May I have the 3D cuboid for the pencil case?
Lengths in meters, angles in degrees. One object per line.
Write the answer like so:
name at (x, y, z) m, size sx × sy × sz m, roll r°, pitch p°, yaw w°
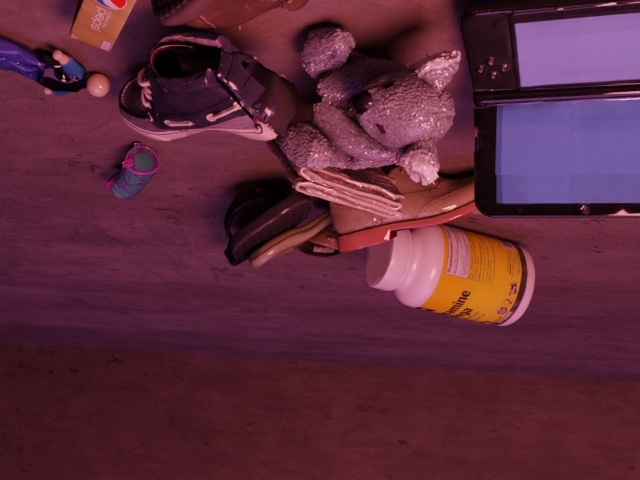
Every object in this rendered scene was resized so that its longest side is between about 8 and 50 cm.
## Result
pencil case at (-0.362, -0.130, 1.420) m, size 0.070 × 0.065 × 0.151 m, roll -1°, pitch 164°, yaw -29°

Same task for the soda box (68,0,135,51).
soda box at (-0.265, -0.314, 0.928) m, size 0.058 × 0.061 × 0.181 m, roll 17°, pitch 156°, yaw -26°

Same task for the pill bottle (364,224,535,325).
pill bottle at (0.273, 0.065, 1.583) m, size 0.333 × 0.188 × 0.188 m, roll 13°, pitch 157°, yaw -18°

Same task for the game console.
game console at (0.327, -0.158, 0.903) m, size 0.293 × 0.173 × 0.250 m, roll 0°, pitch 155°, yaw 19°

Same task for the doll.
doll at (-0.415, -0.262, 1.124) m, size 0.189 × 0.046 × 0.129 m, roll 18°, pitch 157°, yaw -27°

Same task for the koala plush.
koala plush at (0.094, -0.171, 0.968) m, size 0.203 × 0.196 × 0.221 m, roll 11°, pitch -178°, yaw -32°

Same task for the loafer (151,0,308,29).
loafer at (-0.045, -0.322, 0.796) m, size 0.130 × 0.134 × 0.366 m, roll 0°, pitch 178°, yaw -42°

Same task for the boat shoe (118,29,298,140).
boat shoe at (-0.201, -0.221, 1.012) m, size 0.340 × 0.127 × 0.158 m, roll 6°, pitch 164°, yaw 37°

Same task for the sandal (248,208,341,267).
sandal at (-0.001, 0.001, 1.491) m, size 0.302 × 0.086 × 0.120 m, roll -26°, pitch 172°, yaw -19°

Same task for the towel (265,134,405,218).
towel at (0.017, -0.118, 1.178) m, size 0.187 × 0.049 × 0.282 m, roll 16°, pitch -163°, yaw -22°

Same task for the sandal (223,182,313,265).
sandal at (-0.139, -0.036, 1.509) m, size 0.167 × 0.107 × 0.446 m, roll -29°, pitch 178°, yaw -19°

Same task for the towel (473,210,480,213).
towel at (0.257, -0.084, 1.428) m, size 0.148 × 0.027 × 0.110 m, roll 2°, pitch 159°, yaw 8°

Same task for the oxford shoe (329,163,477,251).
oxford shoe at (0.179, -0.085, 1.327) m, size 0.348 × 0.130 × 0.123 m, roll -18°, pitch -179°, yaw 7°
